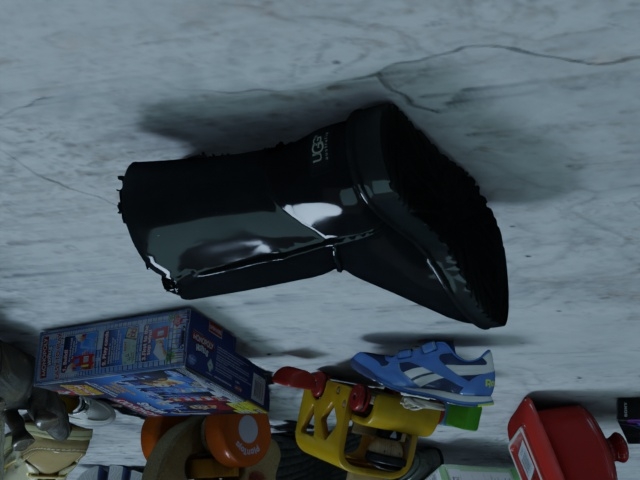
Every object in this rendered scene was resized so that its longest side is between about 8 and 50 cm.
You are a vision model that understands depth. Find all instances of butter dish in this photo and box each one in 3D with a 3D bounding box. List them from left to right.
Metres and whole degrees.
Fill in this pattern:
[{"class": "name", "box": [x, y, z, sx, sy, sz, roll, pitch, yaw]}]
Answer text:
[{"class": "butter dish", "box": [0.288, 0.248, 1.614, 0.118, 0.160, 0.160, -18, 162, -7]}]

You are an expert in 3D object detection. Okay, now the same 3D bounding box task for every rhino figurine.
[{"class": "rhino figurine", "box": [-0.311, 0.154, 1.478, 0.073, 0.106, 0.243, -30, 157, 7]}]

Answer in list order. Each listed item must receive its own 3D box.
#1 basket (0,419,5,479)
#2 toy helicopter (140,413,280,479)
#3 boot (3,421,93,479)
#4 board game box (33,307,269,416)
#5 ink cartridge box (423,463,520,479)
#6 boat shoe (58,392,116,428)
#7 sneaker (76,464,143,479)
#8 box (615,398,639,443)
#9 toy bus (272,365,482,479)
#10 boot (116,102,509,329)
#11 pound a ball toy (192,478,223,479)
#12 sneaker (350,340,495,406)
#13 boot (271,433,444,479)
[{"class": "basket", "box": [-0.420, 0.238, 1.640, 0.103, 0.167, 0.113, -3, 160, -1]}, {"class": "toy helicopter", "box": [-0.080, 0.352, 1.701, 0.140, 0.235, 0.355, -14, 138, 38]}, {"class": "boot", "box": [-0.364, 0.341, 1.845, 0.095, 0.203, 0.262, 12, 160, -25]}, {"class": "board game box", "box": [-0.175, 0.127, 1.441, 0.194, 0.060, 0.194, -4, 159, 21]}, {"class": "ink cartridge box", "box": [0.207, 0.359, 1.900, 0.235, 0.056, 0.171, 9, 137, -34]}, {"class": "boat shoe", "box": [-0.283, 0.195, 1.686, 0.100, 0.035, 0.035, 21, 157, -24]}, {"class": "sneaker", "box": [-0.203, 0.414, 2.148, 0.315, 0.127, 0.182, 8, 158, 8]}, {"class": "box", "box": [0.413, 0.199, 1.591, 0.162, 0.029, 0.116, -4, 158, 16]}, {"class": "toy bus", "box": [0.052, 0.200, 1.487, 0.191, 0.104, 0.202, 11, 178, 22]}, {"class": "boot", "box": [0.000, 0.000, 1.004, 0.207, 0.094, 0.246, -11, 149, 26]}, {"class": "pound a ball toy", "box": [-0.007, 0.354, 1.983, 0.319, 0.136, 0.208, 13, 135, -29]}, {"class": "sneaker", "box": [0.101, 0.122, 1.398, 0.144, 0.059, 0.053, 11, -178, 6]}, {"class": "boot", "box": [0.024, 0.298, 1.860, 0.246, 0.083, 0.161, -9, 163, 34]}]
